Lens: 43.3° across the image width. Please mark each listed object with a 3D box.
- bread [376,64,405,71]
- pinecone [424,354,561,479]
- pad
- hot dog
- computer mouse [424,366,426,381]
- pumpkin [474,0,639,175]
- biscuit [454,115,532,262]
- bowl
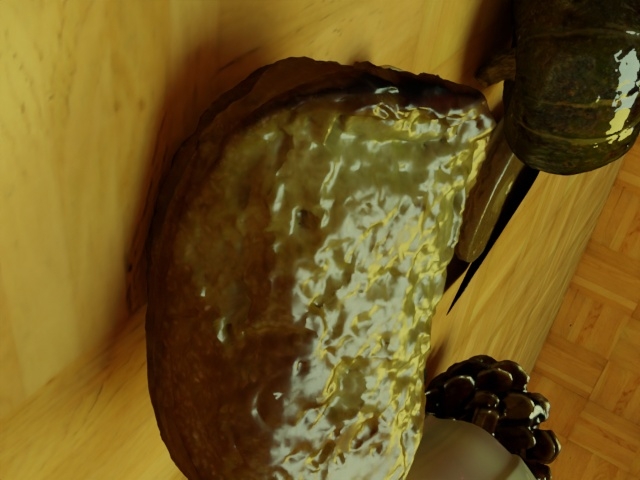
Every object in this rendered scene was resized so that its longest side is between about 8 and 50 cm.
[{"bbox_3d":[0.000,0.000,0.580,0.182,0.039,0.251,-44,153,-39],"label":"bread"},{"bbox_3d":[0.237,0.328,1.250,0.298,0.242,0.296,-61,162,13],"label":"pinecone"},{"bbox_3d":[0.234,0.031,1.016,0.323,0.055,0.250,-82,-165,-53],"label":"pad"},{"bbox_3d":[-0.005,0.030,0.438,0.175,0.114,0.259,1,109,-35],"label":"hot dog"},{"bbox_3d":[0.078,0.182,0.954,0.106,0.062,0.192,-60,166,-4],"label":"computer mouse"},{"bbox_3d":[0.232,-0.170,0.781,0.219,0.162,0.219,1,90,-78],"label":"pumpkin"},{"bbox_3d":[0.209,-0.073,0.967,0.208,0.049,0.181,-59,160,-3],"label":"biscuit"},{"bbox_3d":[0.104,0.309,0.968,0.287,0.144,0.287,-30,170,-6],"label":"bowl"}]
